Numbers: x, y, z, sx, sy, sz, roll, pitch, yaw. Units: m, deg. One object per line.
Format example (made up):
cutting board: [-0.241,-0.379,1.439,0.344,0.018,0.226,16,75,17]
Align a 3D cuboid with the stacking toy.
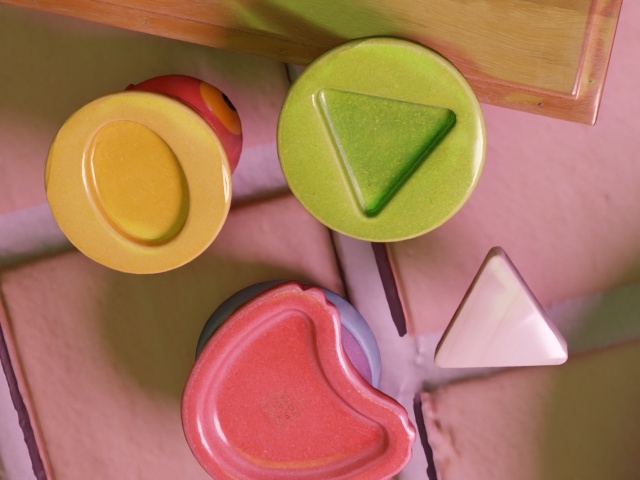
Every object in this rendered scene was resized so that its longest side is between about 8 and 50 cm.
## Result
stacking toy: [0.000,0.000,1.220,0.280,0.130,0.309,-22,104,12]

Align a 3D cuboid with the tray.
tray: [0.001,-0.217,1.208,0.411,0.076,0.202,12,100,7]
